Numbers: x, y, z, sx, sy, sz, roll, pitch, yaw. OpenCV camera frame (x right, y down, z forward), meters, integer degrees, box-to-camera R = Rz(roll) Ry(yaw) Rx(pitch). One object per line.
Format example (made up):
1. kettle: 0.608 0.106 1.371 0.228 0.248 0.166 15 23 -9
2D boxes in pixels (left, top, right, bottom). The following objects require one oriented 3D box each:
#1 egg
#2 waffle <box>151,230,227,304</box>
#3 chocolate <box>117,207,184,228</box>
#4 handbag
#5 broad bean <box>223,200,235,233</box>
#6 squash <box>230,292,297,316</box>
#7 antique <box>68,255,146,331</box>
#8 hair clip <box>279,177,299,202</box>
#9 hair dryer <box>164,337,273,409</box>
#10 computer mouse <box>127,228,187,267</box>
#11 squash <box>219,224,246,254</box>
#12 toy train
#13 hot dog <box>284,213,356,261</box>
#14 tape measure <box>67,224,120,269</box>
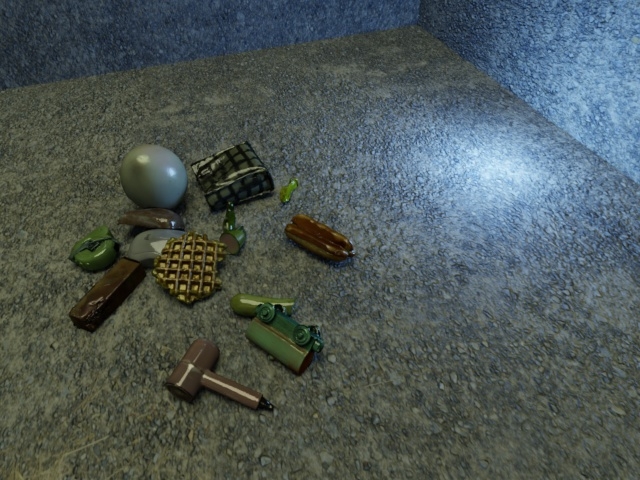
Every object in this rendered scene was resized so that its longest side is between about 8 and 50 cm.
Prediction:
1. egg: -0.737 -0.280 2.000 0.283 0.345 0.283 1 75 -5
2. waffle: -0.499 0.100 1.771 0.281 0.058 0.301 26 58 -1
3. chocolate: -0.728 -0.100 1.959 0.261 0.083 0.161 5 6 6
4. handbag: -0.428 -0.313 2.177 0.327 0.162 0.325 -25 46 -12
5. broad bean: -0.405 -0.083 2.010 0.048 0.070 0.214 -9 55 3
6. squash: -0.211 0.241 1.675 0.250 0.083 0.083 3 46 1
7. antique: -0.804 0.201 1.718 0.093 0.087 0.310 17 47 15
8. hair clip: -0.156 -0.241 2.154 0.046 0.072 0.173 4 40 20
9. hair dryer: -0.303 0.461 1.464 0.344 0.107 0.189 21 47 8
10. computer mouse: -0.648 0.025 1.867 0.297 0.121 0.184 3 44 6
11. squash: -0.354 -0.012 1.932 0.105 0.105 0.132 18 32 17
12. toy train: -0.128 0.331 1.550 0.285 0.116 0.177 28 92 23
13. hot dog: 0.000 0.000 1.897 0.337 0.100 0.135 27 60 26
14. tape measure: -0.927 0.038 1.865 0.175 0.106 0.200 28 54 30
